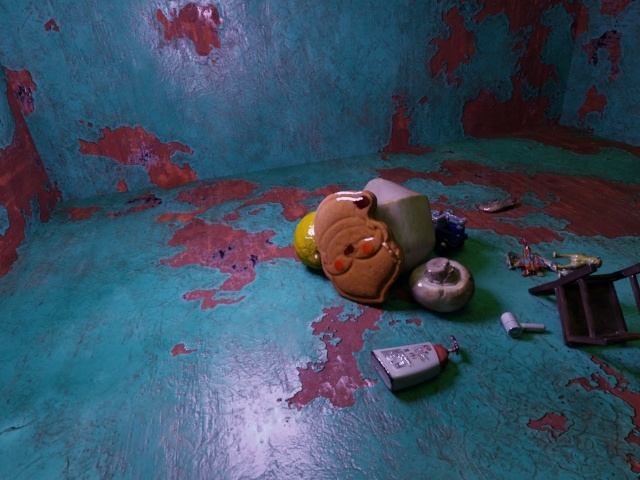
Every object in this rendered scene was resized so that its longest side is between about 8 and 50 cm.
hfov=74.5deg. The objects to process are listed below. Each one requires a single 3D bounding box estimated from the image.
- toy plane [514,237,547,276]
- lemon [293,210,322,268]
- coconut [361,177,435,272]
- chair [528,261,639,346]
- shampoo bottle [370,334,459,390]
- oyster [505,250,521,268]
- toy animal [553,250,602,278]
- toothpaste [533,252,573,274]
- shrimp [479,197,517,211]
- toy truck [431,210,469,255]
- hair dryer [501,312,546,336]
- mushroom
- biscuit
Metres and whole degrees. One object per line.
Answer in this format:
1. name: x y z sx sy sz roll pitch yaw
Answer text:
1. toy plane: 0.868 0.070 1.761 0.130 0.061 0.189 0 46 8
2. lemon: 0.000 0.000 1.874 0.245 0.245 0.319 -3 36 5
3. coconut: 0.284 -0.062 1.757 0.415 0.415 0.345 -23 1 -29
4. chair: 0.879 0.233 1.385 0.203 0.416 0.240 -5 73 1
5. shampoo bottle: 0.315 0.371 1.321 0.284 0.071 0.153 -11 26 -15
6. oyster: 0.827 0.088 1.800 0.100 0.037 0.098 8 44 -20
7. toy animal: 0.875 0.092 1.426 0.136 0.181 0.073 -5 63 34
8. toothpaste: 0.961 0.104 1.735 0.060 0.038 0.233 -25 37 -26
9. shrimp: 0.963 -0.198 2.284 0.223 0.047 0.126 -16 20 -16
10. toy truck: 0.560 -0.046 1.931 0.161 0.177 0.213 -26 35 -31
11. hair dryer: 0.696 0.289 1.434 0.137 0.047 0.082 3 28 4
12. mushroom: 0.455 0.156 1.580 0.255 0.184 0.255 -17 22 7
13. biscuit: 0.131 0.032 1.619 0.350 0.455 0.078 -31 -7 41
